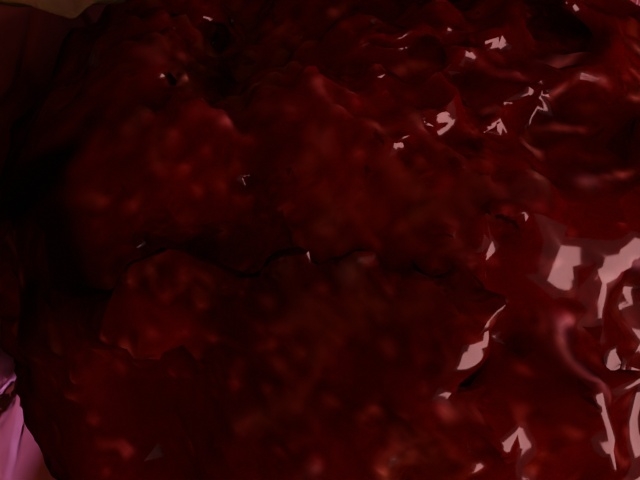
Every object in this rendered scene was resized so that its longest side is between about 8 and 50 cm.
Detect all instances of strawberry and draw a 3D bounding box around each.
[{"bbox_3d":[0.000,0.000,0.501,0.220,0.274,0.274,39,62,-34],"label":"strawberry"}]

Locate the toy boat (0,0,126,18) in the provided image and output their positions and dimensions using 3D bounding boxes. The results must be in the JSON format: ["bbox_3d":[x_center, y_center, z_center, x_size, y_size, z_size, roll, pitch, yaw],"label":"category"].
[{"bbox_3d":[-0.077,-0.105,0.380,0.172,0.065,0.066,84,5,-63],"label":"toy boat"}]
